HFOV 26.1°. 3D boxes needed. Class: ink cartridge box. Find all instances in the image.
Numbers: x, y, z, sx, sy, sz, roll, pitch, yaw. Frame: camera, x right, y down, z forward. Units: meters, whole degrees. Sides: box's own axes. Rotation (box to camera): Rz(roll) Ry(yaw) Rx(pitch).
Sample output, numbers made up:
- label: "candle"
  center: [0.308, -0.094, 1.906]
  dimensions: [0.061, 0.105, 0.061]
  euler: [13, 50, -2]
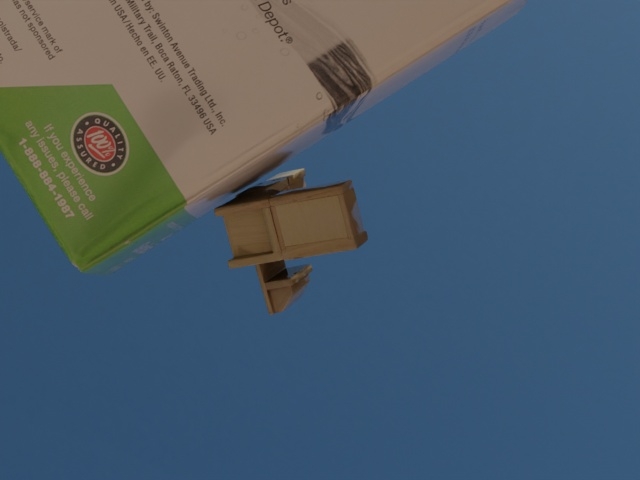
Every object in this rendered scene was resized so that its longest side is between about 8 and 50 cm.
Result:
- label: "ink cartridge box"
  center: [-0.054, -0.136, 0.712]
  dimensions: [0.273, 0.115, 0.198]
  euler: [-32, -92, -3]

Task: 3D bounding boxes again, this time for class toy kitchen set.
- label: "toy kitchen set"
  center: [0.000, 0.000, 0.731]
  dimensions: [0.075, 0.083, 0.068]
  euler: [-9, -78, 25]
